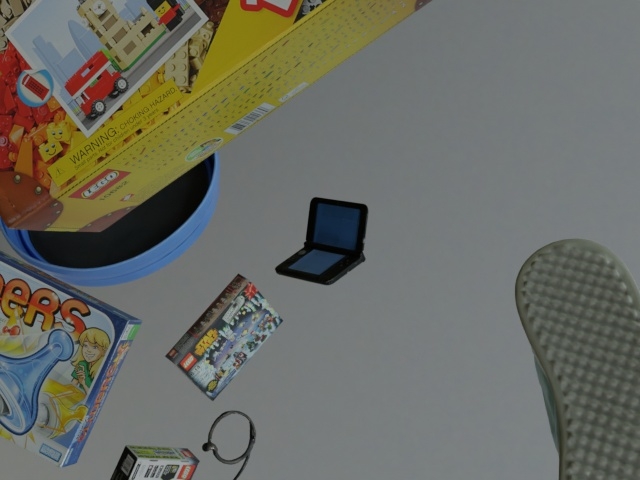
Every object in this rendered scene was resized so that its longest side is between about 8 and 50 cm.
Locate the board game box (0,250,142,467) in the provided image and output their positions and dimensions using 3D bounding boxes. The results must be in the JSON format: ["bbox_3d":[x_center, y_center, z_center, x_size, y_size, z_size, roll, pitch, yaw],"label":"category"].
[{"bbox_3d":[-0.269,0.085,0.946,0.136,0.201,0.035,-66,170,0],"label":"board game box"}]

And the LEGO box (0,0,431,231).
[{"bbox_3d":[-0.172,-0.294,1.159,0.500,0.372,0.193,-34,171,14],"label":"LEGO box"}]

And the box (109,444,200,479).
[{"bbox_3d":[-0.259,0.385,1.563,0.036,0.114,0.207,34,-77,42],"label":"box"}]

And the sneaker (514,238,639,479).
[{"bbox_3d":[0.255,0.171,0.894,0.135,0.150,0.366,-18,-132,16],"label":"sneaker"}]

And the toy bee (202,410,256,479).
[{"bbox_3d":[-0.106,0.376,1.359,0.162,0.195,0.298,-24,-128,54],"label":"toy bee"}]

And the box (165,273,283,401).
[{"bbox_3d":[-0.117,0.120,1.383,0.027,0.094,0.137,29,-107,43],"label":"box"}]

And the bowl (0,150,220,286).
[{"bbox_3d":[-0.358,-0.087,1.930,0.391,0.077,0.391,-6,-128,8],"label":"bowl"}]

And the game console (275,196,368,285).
[{"bbox_3d":[0.000,0.000,1.535,0.107,0.071,0.122,-35,-153,-31],"label":"game console"}]
